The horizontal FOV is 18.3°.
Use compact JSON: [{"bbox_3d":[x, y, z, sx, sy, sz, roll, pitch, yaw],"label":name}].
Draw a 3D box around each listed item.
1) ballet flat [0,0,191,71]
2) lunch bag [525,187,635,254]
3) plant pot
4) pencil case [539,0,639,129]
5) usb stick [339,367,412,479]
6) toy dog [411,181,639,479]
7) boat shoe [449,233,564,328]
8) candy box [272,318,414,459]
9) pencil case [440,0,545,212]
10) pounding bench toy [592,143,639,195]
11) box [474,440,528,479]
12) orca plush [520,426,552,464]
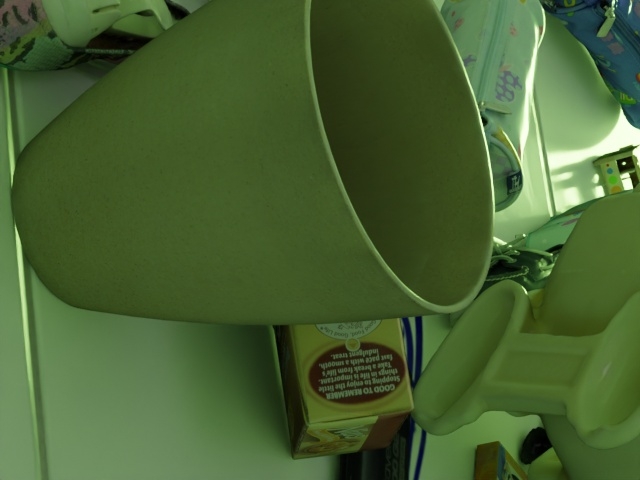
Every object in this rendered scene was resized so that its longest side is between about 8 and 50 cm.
[{"bbox_3d":[-0.162,-0.162,1.424,0.221,0.079,0.077,-6,82,-63],"label":"ballet flat"},{"bbox_3d":[0.332,0.066,2.219,0.279,0.108,0.224,-22,96,-63],"label":"lunch bag"},{"bbox_3d":[-0.062,-0.045,1.337,0.256,0.274,0.256,41,41,-49],"label":"plant pot"},{"bbox_3d":[0.374,-0.253,2.459,0.306,0.119,0.133,44,15,-45],"label":"pencil case"},{"bbox_3d":[0.043,0.213,1.656,0.077,0.045,0.278,38,44,-40],"label":"usb stick"},{"bbox_3d":[0.336,0.170,1.870,0.408,0.285,0.395,48,52,-30],"label":"toy dog"},{"bbox_3d":[0.196,0.040,1.980,0.254,0.095,0.079,-5,77,-53],"label":"boat shoe"},{"bbox_3d":[0.000,0.000,1.554,0.183,0.088,0.316,104,-21,-75],"label":"candy box"},{"bbox_3d":[0.159,-0.149,1.996,0.273,0.113,0.124,-75,162,-47],"label":"pencil case"},{"bbox_3d":[0.380,-0.081,2.454,0.083,0.052,0.065,-30,103,-63],"label":"pounding bench toy"},{"bbox_3d":[0.173,0.269,1.894,0.081,0.028,0.136,50,34,-40],"label":"box"},{"bbox_3d":[0.269,0.261,1.999,0.151,0.102,0.287,65,28,-18],"label":"orca plush"}]
